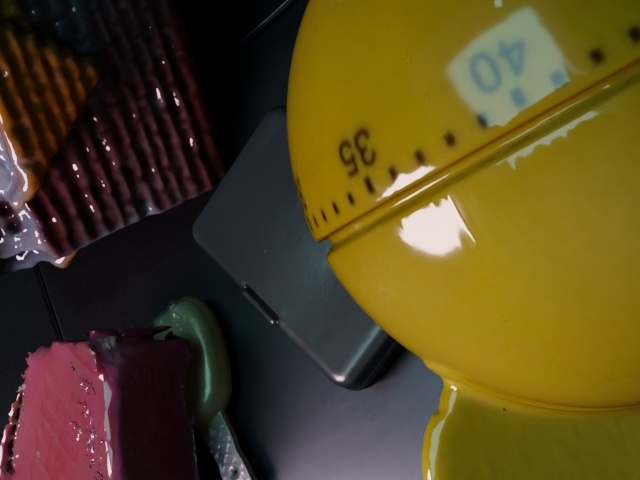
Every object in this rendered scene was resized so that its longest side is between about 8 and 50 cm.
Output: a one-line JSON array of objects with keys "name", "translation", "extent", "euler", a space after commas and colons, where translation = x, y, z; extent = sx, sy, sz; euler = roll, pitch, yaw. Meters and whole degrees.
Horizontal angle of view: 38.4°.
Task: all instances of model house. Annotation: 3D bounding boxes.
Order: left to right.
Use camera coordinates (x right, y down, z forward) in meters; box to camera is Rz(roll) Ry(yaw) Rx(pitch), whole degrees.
[{"name": "model house", "translation": [-0.250, -0.131, 0.813], "extent": [0.338, 0.297, 0.360], "euler": [-14, 111, 4]}]

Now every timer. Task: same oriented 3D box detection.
[{"name": "timer", "translation": [0.167, -0.034, 0.537], "extent": [0.376, 0.376, 0.387], "euler": [-29, 91, 26]}]

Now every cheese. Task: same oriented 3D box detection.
[{"name": "cheese", "translation": [-0.107, 0.148, 0.841], "extent": [0.097, 0.037, 0.192], "euler": [-41, 62, 22]}]

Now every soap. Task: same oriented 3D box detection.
[{"name": "soap", "translation": [-0.196, 0.203, 0.821], "extent": [0.182, 0.112, 0.289], "euler": [31, 109, 34]}]

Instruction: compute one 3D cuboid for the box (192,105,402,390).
[{"name": "box", "translation": [0.000, 0.000, 0.790], "extent": [0.230, 0.050, 0.160], "euler": [43, 105, 31]}]
